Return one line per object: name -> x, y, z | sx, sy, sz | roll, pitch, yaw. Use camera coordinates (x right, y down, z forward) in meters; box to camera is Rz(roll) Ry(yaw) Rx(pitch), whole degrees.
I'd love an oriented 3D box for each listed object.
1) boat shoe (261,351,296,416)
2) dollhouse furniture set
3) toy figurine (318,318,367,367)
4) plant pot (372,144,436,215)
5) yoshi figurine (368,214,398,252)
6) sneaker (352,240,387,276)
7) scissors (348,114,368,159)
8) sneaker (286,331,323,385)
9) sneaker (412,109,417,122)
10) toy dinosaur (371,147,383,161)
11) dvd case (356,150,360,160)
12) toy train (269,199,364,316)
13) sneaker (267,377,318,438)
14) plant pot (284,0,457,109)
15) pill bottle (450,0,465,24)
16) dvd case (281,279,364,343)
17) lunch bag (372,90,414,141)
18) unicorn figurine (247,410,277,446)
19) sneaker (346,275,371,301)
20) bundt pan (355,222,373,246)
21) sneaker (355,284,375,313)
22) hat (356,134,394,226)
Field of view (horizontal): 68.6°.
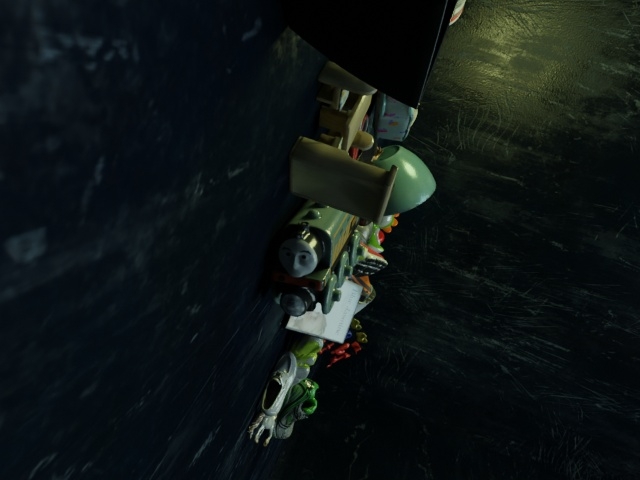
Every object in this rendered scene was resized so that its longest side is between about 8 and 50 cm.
boat shoe -> -0.121, 0.396, 1.319 | 0.063, 0.066, 0.184 | 76, 37, -59
dollhouse furniture set -> 0.067, -0.172, 0.791 | 0.212, 0.160, 0.242 | 96, 16, -60
toy figurine -> 0.015, 0.278, 1.770 | 0.191, 0.217, 0.363 | -31, 133, -4
plant pot -> 0.285, -0.257, 1.848 | 0.196, 0.289, 0.290 | 63, 33, -26
yoshi figurine -> 0.189, -0.075, 2.055 | 0.362, 0.203, 0.203 | -53, 126, -19
sneaker -> 0.103, 0.022, 1.369 | 0.279, 0.107, 0.119 | 31, 38, -48
scissors -> 0.074, -0.195, 1.217 | 0.109, 0.021, 0.298 | -22, 129, -72
sneaker -> -0.063, 0.341, 1.451 | 0.240, 0.091, 0.126 | -54, -158, 28
sneaker -> 0.326, -0.538, 1.796 | 0.182, 0.127, 0.316 | -15, 123, -78
toy dinosaur -> 0.159, -0.273, 1.618 | 0.112, 0.064, 0.212 | -44, 149, -31
dvd case -> 0.108, -0.262, 1.401 | 0.087, 0.013, 0.120 | -49, 160, -69
toy train -> 0.000, 0.000, 0.917 | 0.334, 0.142, 0.191 | -55, 151, -57
sneaker -> -0.099, 0.611, 1.678 | 0.134, 0.146, 0.344 | -60, 168, -51
plant pot -> 0.059, -0.275, 0.459 | 0.188, 0.166, 0.188 | 78, 32, -77
pill bottle -> 0.290, -0.663, 1.108 | 0.283, 0.161, 0.162 | 86, 26, -72
dvd case -> 0.013, 0.180, 1.294 | 0.253, 0.022, 0.181 | 27, 81, -46
lunch bag -> 0.211, -0.418, 1.324 | 0.279, 0.107, 0.224 | 63, 34, -82
unicorn figurine -> -0.160, 0.528, 1.354 | 0.162, 0.060, 0.111 | 94, 18, -65
sneaker -> 0.059, 0.165, 1.420 | 0.124, 0.180, 0.321 | -21, -142, 53
bundt pan -> 0.100, 0.035, 1.691 | 0.331, 0.124, 0.331 | 20, 90, -81
sneaker -> 0.070, 0.220, 1.558 | 0.297, 0.111, 0.129 | -29, 159, -42
hat -> 0.142, -0.143, 1.413 | 0.332, 0.133, 0.331 | -60, 168, -21
